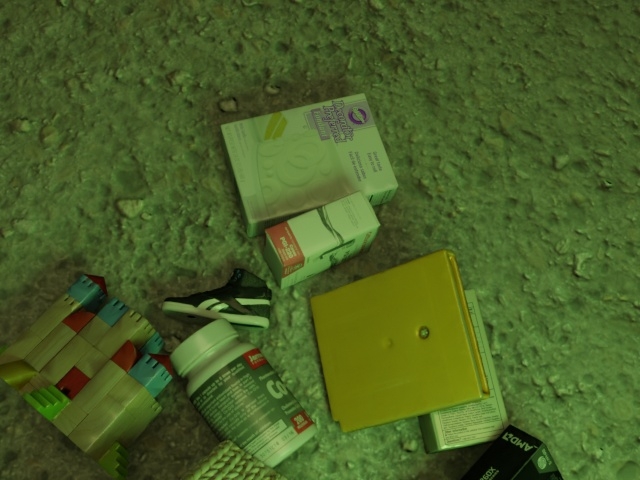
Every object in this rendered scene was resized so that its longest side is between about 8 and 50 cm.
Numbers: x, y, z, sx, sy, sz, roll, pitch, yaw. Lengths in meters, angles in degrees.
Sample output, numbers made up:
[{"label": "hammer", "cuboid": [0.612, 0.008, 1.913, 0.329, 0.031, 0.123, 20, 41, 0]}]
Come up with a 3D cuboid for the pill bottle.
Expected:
[{"label": "pill bottle", "cuboid": [-0.150, 0.296, 1.469, 0.161, 0.161, 0.283, -35, 78, -16]}]

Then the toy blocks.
[{"label": "toy blocks", "cuboid": [-0.412, 0.228, 1.443, 0.381, 0.190, 0.261, 30, 66, 29]}]

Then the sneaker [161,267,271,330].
[{"label": "sneaker", "cuboid": [-0.207, 0.110, 1.580, 0.217, 0.079, 0.121, 10, 66, -11]}]

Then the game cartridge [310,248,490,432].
[{"label": "game cartridge", "cuboid": [0.141, 0.199, 1.495, 0.324, 0.053, 0.285, -22, 69, 32]}]

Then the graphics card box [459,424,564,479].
[{"label": "graphics card box", "cuboid": [0.296, 0.544, 1.401, 0.371, 0.094, 0.232, -42, 120, -16]}]

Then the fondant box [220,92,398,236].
[{"label": "fondant box", "cuboid": [-0.029, -0.166, 1.682, 0.330, 0.096, 0.238, -14, 72, -12]}]

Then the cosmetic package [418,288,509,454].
[{"label": "cosmetic package", "cuboid": [0.257, 0.260, 1.543, 0.153, 0.129, 0.296, -7, 72, -7]}]

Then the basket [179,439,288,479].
[{"label": "basket", "cuboid": [-0.170, 0.552, 1.237, 0.266, 0.331, 0.328, 32, 102, 9]}]

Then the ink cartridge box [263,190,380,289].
[{"label": "ink cartridge box", "cuboid": [0.000, 0.000, 1.591, 0.218, 0.158, 0.092, -25, 73, -14]}]
